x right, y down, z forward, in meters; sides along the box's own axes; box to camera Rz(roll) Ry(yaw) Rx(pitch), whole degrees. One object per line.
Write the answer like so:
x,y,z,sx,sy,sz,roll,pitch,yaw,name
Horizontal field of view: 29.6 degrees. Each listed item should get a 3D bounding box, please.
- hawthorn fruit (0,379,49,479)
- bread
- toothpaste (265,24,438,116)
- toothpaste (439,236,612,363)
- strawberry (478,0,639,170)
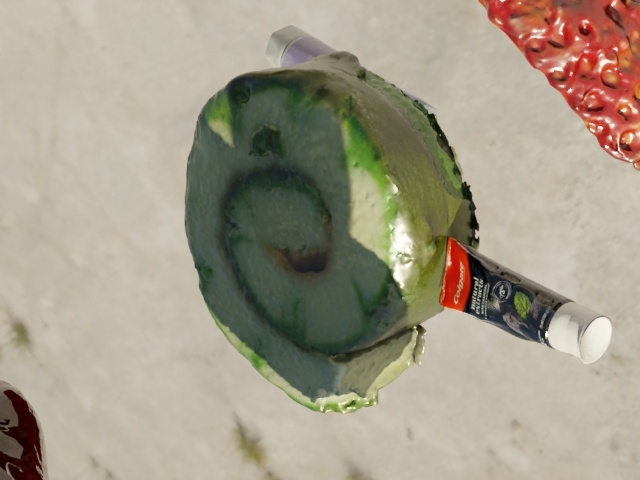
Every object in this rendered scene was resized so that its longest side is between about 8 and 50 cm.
-0.308,0.220,0.913,0.230,0.210,0.266,52,136,43,hawthorn fruit
0.000,0.000,1.290,0.366,0.129,0.382,-5,103,50,bread
0.034,-0.212,1.770,0.125,0.080,0.371,-59,42,13,toothpaste
0.177,0.059,1.109,0.193,0.045,0.071,27,118,46,toothpaste
0.225,-0.172,0.951,0.111,0.190,0.237,-42,76,26,strawberry
